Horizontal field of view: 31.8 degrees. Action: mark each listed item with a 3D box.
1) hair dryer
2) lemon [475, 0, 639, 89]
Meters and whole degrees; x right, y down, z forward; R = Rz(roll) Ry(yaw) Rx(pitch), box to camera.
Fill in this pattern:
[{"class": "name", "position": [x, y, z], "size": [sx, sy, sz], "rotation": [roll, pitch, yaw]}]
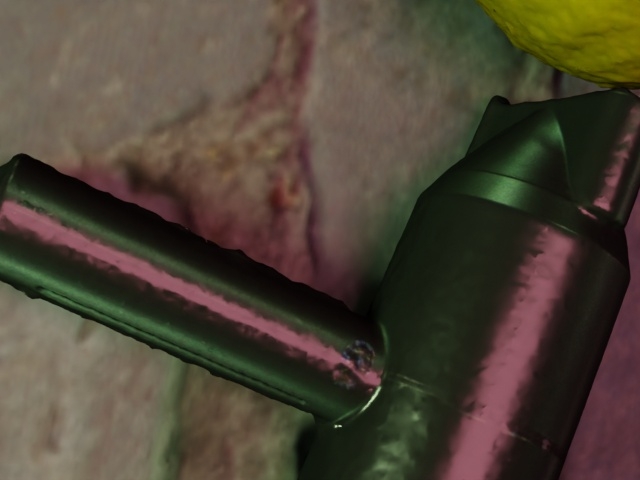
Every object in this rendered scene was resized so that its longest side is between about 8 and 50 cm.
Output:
[{"class": "hair dryer", "position": [0.000, 0.000, 0.516], "size": [0.302, 0.116, 0.244], "rotation": [26, 77, -18]}, {"class": "lemon", "position": [0.159, -0.172, 0.524], "size": [0.192, 0.231, 0.192], "rotation": [18, 59, -33]}]
